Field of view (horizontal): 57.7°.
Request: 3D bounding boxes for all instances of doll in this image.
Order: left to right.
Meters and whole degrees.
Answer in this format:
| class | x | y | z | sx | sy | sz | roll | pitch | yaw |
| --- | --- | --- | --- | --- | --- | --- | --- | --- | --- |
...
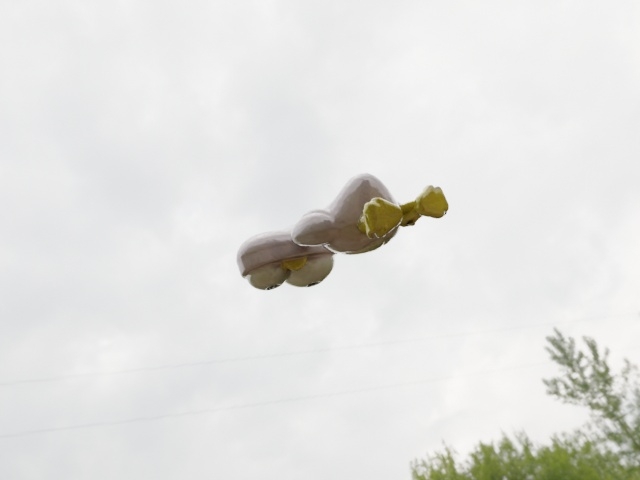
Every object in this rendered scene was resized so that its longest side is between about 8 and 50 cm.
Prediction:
| class | x | y | z | sx | sy | sz | roll | pitch | yaw |
| --- | --- | --- | --- | --- | --- | --- | --- | --- | --- |
| doll | 0.000 | -0.001 | 0.761 | 0.160 | 0.094 | 0.365 | -14 | -10 | -35 |
